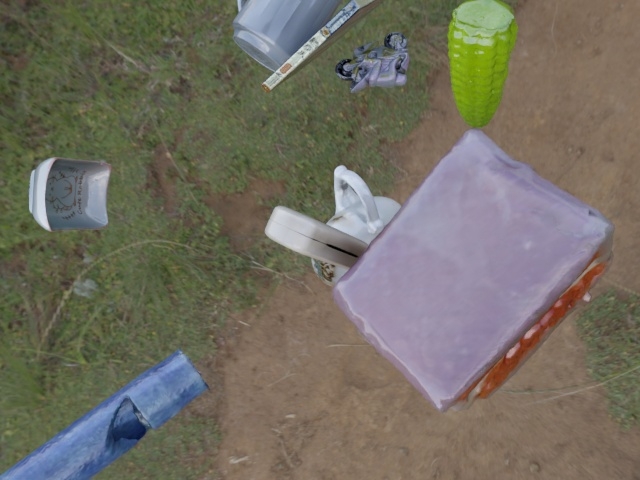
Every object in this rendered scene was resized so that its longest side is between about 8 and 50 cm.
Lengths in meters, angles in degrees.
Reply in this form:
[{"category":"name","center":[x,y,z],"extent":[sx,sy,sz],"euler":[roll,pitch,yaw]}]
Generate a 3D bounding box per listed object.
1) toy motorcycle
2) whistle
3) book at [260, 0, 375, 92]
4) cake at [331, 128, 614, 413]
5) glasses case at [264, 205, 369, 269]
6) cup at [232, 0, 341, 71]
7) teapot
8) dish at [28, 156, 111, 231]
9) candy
[{"category":"toy motorcycle","center":[0.161,-0.462,1.714],"extent":[0.225,0.073,0.152],"euler":[-32,74,-12]},{"category":"whistle","center":[-0.254,0.223,0.656],"extent":[0.304,0.062,0.062],"euler":[-35,71,-18]},{"category":"book","center":[0.042,-0.557,1.695],"extent":[0.039,0.428,0.300],"euler":[53,52,-10]},{"category":"cake","center":[0.202,0.049,0.851],"extent":[0.309,0.237,0.230],"euler":[-48,60,10]},{"category":"glasses case","center":[0.000,0.000,0.908],"extent":[0.083,0.196,0.050],"euler":[23,91,31]},{"category":"cup","center":[-0.128,-0.710,1.934],"extent":[0.322,0.237,0.327],"euler":[35,92,16]},{"category":"teapot","center":[0.070,-0.010,1.199],"extent":[0.204,0.298,0.139],"euler":[-25,62,-21]},{"category":"dish","center":[-0.538,-0.099,1.368],"extent":[0.077,0.212,0.151],"euler":[7,95,14]},{"category":"candy","center":[0.237,-0.252,0.955],"extent":[0.096,0.210,0.097],"euler":[-5,51,6]}]
